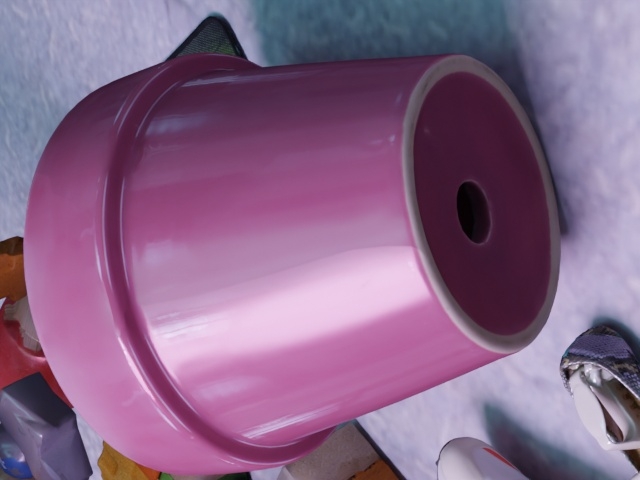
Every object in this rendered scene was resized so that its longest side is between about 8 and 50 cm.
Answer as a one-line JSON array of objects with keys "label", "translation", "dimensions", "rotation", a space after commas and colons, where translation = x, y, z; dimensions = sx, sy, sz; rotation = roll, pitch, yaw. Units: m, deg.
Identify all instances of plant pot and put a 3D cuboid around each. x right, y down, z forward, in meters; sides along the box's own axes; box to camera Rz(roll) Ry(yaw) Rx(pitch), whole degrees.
[{"label": "plant pot", "translation": [0.000, 0.000, 0.606], "dimensions": [0.180, 0.201, 0.201], "rotation": [-13, 99, 35]}]

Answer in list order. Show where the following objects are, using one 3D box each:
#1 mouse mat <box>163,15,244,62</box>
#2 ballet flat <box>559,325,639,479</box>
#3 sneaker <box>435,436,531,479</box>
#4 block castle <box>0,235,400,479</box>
[{"label": "mouse mat", "translation": [-0.073, -0.031, 0.810], "dimensions": [0.190, 0.007, 0.152], "rotation": [-33, 82, 51]}, {"label": "ballet flat", "translation": [0.143, 0.092, 0.590], "dimensions": [0.114, 0.041, 0.041], "rotation": [54, 140, 15]}, {"label": "sneaker", "translation": [0.127, 0.141, 0.632], "dimensions": [0.161, 0.057, 0.075], "rotation": [48, 122, 24]}, {"label": "block castle", "translation": [-0.136, 0.208, 0.763], "dimensions": [0.453, 0.303, 0.212], "rotation": [46, 140, 23]}]
